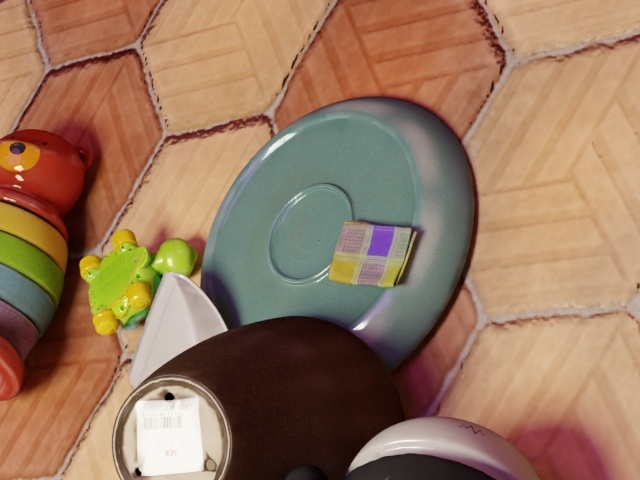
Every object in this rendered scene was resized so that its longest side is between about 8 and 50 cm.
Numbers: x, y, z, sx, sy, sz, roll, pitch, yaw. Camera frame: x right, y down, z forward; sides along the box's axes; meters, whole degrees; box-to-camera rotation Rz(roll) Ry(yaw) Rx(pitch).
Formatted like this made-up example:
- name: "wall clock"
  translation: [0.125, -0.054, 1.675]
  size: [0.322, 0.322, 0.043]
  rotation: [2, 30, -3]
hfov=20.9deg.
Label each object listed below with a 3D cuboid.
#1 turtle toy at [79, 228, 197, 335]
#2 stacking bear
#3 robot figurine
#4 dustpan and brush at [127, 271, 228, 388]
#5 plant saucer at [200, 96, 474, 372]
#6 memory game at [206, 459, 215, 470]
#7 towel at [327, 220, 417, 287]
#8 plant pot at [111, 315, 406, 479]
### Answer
- name: "turtle toy"
  translation: [-0.183, 0.040, 1.759]
  size: [0.130, 0.066, 0.095]
  rotation: [-36, 52, 23]
- name: "stacking bear"
  translation: [-0.341, 0.009, 1.854]
  size: [0.175, 0.164, 0.289]
  rotation: [10, 64, 20]
- name: "robot figurine"
  translation: [0.074, 0.262, 1.308]
  size: [0.173, 0.209, 0.278]
  rotation: [-18, 31, 34]
- name: "dustpan and brush"
  translation: [-0.101, 0.145, 1.619]
  size: [0.211, 0.060, 0.147]
  rotation: [56, 135, 42]
- name: "plant saucer"
  translation: [0.000, 0.000, 1.623]
  size: [0.317, 0.043, 0.318]
  rotation: [-20, 54, 31]
- name: "memory game"
  translation: [-0.047, 0.179, 1.609]
  size: [0.186, 0.012, 0.186]
  rotation: [-19, 59, 34]
- name: "towel"
  translation: [0.044, 0.012, 1.540]
  size: [0.083, 0.009, 0.060]
  rotation: [8, 72, 43]
- name: "plant pot"
  translation: [-0.070, 0.164, 1.435]
  size: [0.215, 0.230, 0.215]
  rotation: [-2, 84, 24]
